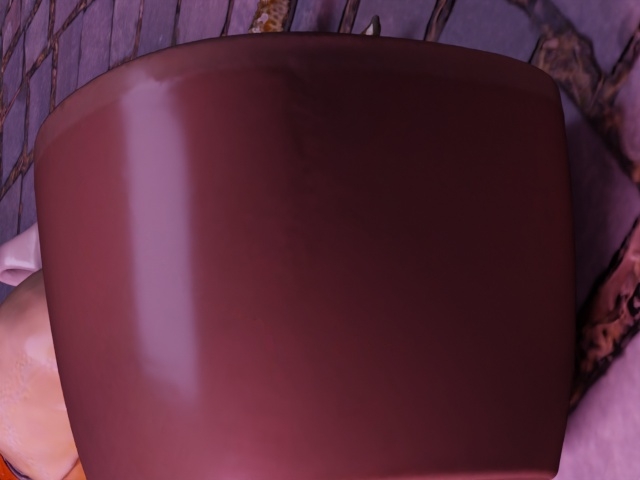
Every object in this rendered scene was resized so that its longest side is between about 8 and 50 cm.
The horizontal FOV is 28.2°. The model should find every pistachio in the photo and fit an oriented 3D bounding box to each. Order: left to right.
[{"bbox_3d":[-0.179,0.107,1.082,0.309,0.230,0.230,158,117,-70],"label":"pistachio"}]

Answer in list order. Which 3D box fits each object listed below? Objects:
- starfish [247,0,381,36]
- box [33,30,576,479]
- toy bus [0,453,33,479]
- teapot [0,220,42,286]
[{"bbox_3d":[-0.061,-0.090,1.060,0.347,0.078,0.358,-156,74,-68],"label":"starfish"},{"bbox_3d":[-0.003,0.039,0.698,0.301,0.301,0.216,-29,65,57],"label":"box"},{"bbox_3d":[-0.323,0.212,1.333,0.329,0.143,0.153,4,113,38],"label":"toy bus"},{"bbox_3d":[-0.244,-0.005,1.317,0.299,0.166,0.208,-33,65,44],"label":"teapot"}]
